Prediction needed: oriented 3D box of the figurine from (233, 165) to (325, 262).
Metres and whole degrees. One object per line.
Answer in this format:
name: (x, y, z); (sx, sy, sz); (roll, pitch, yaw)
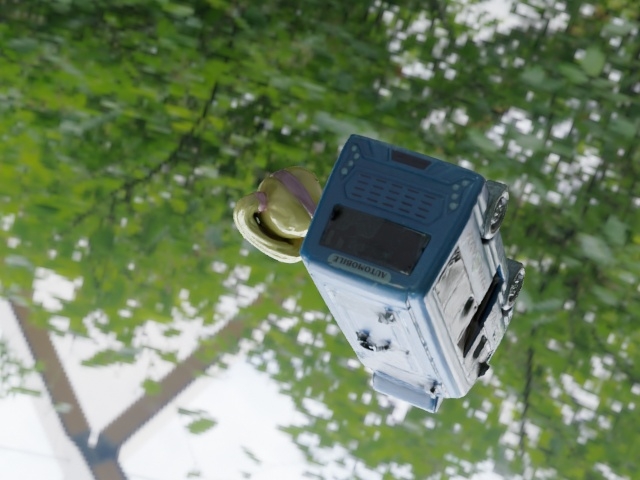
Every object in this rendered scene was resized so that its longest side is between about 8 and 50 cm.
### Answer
figurine: (0.000, 0.000, 1.134); (0.187, 0.083, 0.083); (41, -177, -41)

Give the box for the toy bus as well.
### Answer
toy bus: (0.073, 0.029, 0.955); (0.114, 0.134, 0.246); (19, 160, 22)
